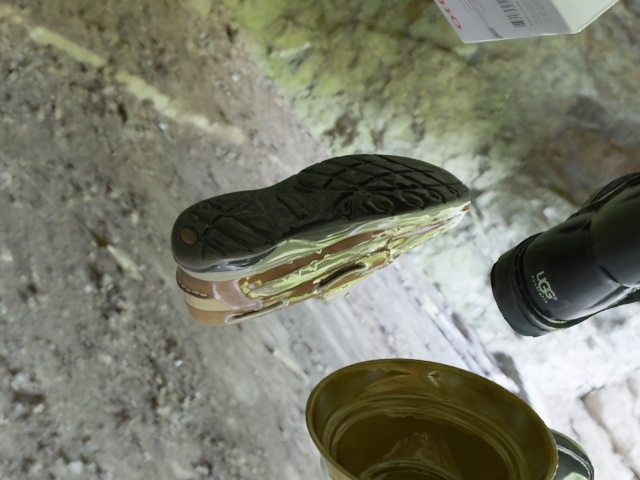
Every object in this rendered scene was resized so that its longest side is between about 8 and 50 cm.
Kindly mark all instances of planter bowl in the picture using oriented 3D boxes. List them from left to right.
[{"bbox_3d":[0.088,0.197,0.829,0.217,0.090,0.217,7,24,-3],"label":"planter bowl"}]

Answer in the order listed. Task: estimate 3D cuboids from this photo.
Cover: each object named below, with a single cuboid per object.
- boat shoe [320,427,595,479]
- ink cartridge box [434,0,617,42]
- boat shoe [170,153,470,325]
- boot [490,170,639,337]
[{"bbox_3d":[0.175,0.261,1.046,0.339,0.127,0.113,15,2,-20],"label":"boat shoe"},{"bbox_3d":[0.196,-0.322,0.883,0.198,0.197,0.270,52,-3,-15],"label":"ink cartridge box"},{"bbox_3d":[0.000,0.000,0.969,0.122,0.323,0.120,50,-35,44],"label":"boat shoe"},{"bbox_3d":[0.258,-0.018,0.641,0.246,0.207,0.094,-21,84,-39],"label":"boot"}]
